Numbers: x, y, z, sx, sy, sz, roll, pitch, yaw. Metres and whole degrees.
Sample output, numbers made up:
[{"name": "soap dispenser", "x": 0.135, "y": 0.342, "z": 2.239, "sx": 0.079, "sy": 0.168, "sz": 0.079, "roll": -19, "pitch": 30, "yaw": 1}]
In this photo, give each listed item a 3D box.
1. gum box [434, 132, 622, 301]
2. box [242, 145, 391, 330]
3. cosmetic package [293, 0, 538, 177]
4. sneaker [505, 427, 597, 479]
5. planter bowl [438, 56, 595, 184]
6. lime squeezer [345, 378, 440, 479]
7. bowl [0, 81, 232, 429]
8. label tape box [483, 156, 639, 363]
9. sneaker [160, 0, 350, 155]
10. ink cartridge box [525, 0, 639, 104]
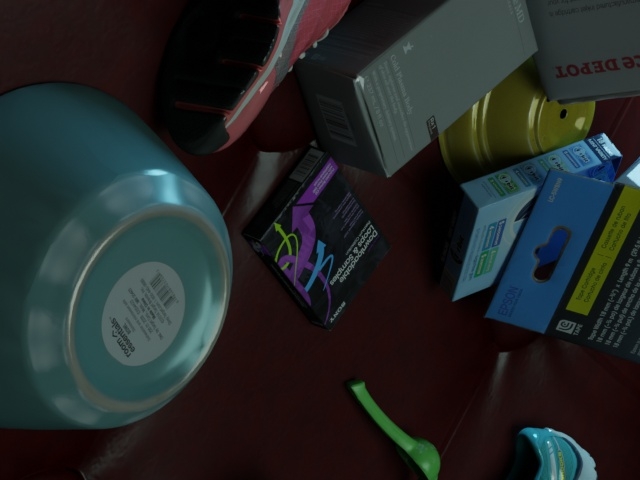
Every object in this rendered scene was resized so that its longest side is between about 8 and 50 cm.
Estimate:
[{"name": "gum box", "x": 0.220, "y": -0.024, "z": 2.049, "sx": 0.184, "sy": 0.041, "sz": 0.157, "roll": -20, "pitch": 147, "yaw": -24}, {"name": "box", "x": 0.000, "y": 0.000, "z": 1.911, "sx": 0.116, "sy": 0.029, "sz": 0.162, "roll": -54, "pitch": 138, "yaw": -17}, {"name": "cosmetic package", "x": 0.096, "y": -0.183, "z": 1.884, "sx": 0.238, "sy": 0.107, "sz": 0.127, "roll": -40, "pitch": 129, "yaw": -25}, {"name": "sneaker", "x": 0.221, "y": 0.349, "z": 2.262, "sx": 0.110, "sy": 0.107, "sz": 0.275, "roll": 30, "pitch": 78, "yaw": -29}, {"name": "planter bowl", "x": 0.230, "y": -0.144, "z": 2.053, "sx": 0.217, "sy": 0.090, "sz": 0.217, "roll": -21, "pitch": 121, "yaw": -41}, {"name": "lime squeezer", "x": 0.083, "y": 0.284, "z": 2.097, "sx": 0.110, "sy": 0.059, "sz": 0.310, "roll": -22, "pitch": 122, "yaw": -40}, {"name": "bowl", "x": -0.193, "y": 0.034, "z": 1.617, "sx": 0.312, "sy": 0.163, "sz": 0.311, "roll": -20, "pitch": 118, "yaw": -41}, {"name": "label tape box", "x": 0.373, "y": 0.021, "z": 2.070, "sx": 0.106, "sy": 0.334, "sz": 0.240, "roll": -74, "pitch": -177, "yaw": -47}, {"name": "sneaker", "x": -0.027, "y": -0.205, "z": 1.733, "sx": 0.136, "sy": 0.116, "sz": 0.313, "roll": 33, "pitch": 81, "yaw": -50}, {"name": "ink cartridge box", "x": 0.290, "y": -0.305, "z": 1.890, "sx": 0.131, "sy": 0.226, "sz": 0.306, "roll": -38, "pitch": 113, "yaw": -37}]
